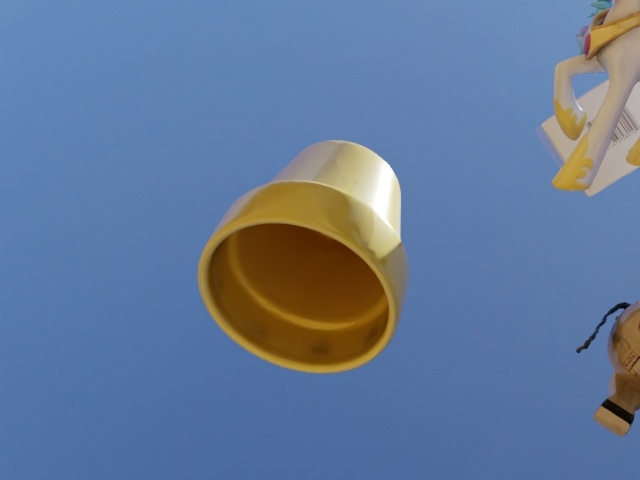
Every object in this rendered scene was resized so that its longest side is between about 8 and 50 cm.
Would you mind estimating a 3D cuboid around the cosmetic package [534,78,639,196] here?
[{"bbox_3d":[0.510,-0.197,1.561,0.197,0.365,0.155,-34,-93,15],"label":"cosmetic package"}]

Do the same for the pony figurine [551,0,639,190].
[{"bbox_3d":[0.463,-0.249,1.101,0.351,0.363,0.303,0,-153,3],"label":"pony figurine"}]

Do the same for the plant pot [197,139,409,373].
[{"bbox_3d":[0.000,0.000,1.119,0.254,0.254,0.239,-17,-148,30],"label":"plant pot"}]

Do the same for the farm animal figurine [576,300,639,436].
[{"bbox_3d":[0.382,0.169,0.783,0.327,0.172,0.330,45,-49,4],"label":"farm animal figurine"}]
